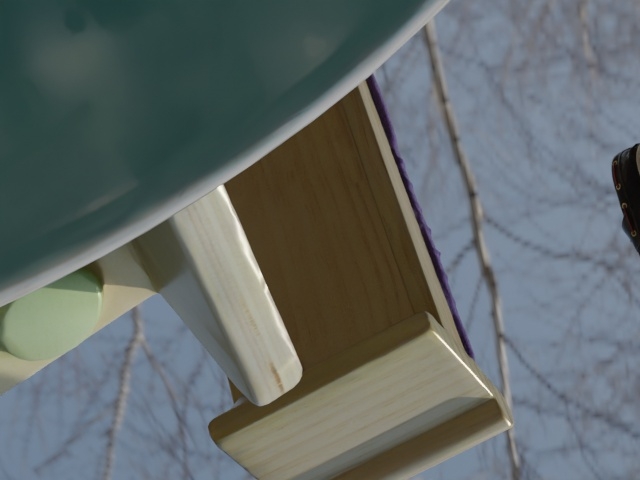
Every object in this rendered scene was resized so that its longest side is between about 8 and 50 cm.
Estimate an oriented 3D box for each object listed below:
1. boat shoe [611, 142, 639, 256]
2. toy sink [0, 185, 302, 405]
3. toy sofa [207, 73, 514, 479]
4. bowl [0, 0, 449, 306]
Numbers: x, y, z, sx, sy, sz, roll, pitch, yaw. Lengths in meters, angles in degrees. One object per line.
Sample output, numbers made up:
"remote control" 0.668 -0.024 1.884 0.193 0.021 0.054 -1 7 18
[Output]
"boat shoe" 0.264 -0.012 1.476 0.049 0.042 0.133 -7 -99 -37
"toy sink" -0.132 -0.033 0.506 0.131 0.153 0.234 -34 -131 -11
"toy sofa" 0.000 0.000 1.200 0.150 0.177 0.362 -28 -132 12
"bowl" -0.101 -0.122 0.274 0.311 0.311 0.163 -27 -116 -7
